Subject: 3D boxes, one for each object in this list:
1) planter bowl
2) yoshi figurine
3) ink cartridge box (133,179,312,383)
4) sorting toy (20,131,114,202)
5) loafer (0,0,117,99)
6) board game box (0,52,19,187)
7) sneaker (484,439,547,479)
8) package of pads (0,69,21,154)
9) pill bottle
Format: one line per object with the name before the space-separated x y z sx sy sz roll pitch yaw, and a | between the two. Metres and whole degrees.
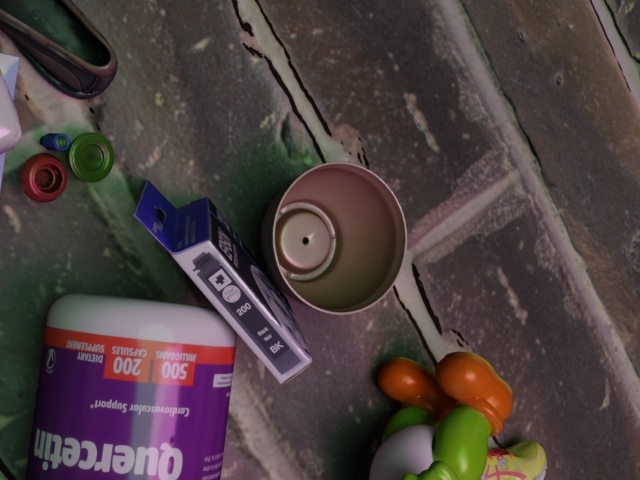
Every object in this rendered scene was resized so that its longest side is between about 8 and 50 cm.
planter bowl | 0.000 0.000 0.954 0.162 0.109 0.162 2 87 -26
yoshi figurine | 0.059 0.282 0.907 0.204 0.202 0.362 73 37 -56
ink cartridge box | -0.097 0.022 0.852 0.045 0.206 0.208 -39 106 2
sorting toy | -0.263 -0.080 0.869 0.102 0.042 0.061 -32 118 -36
loafer | -0.300 -0.249 0.827 0.267 0.084 0.096 42 71 -19
board game box | -0.400 -0.115 0.796 0.211 0.039 0.160 9 84 -27
sneaker | 0.191 0.282 1.056 0.208 0.081 0.094 -19 94 -26
package of pads | -0.405 -0.179 0.706 0.229 0.101 0.297 -26 104 -31
pill bottle | -0.183 0.217 0.812 0.181 0.181 0.323 9 84 -26
